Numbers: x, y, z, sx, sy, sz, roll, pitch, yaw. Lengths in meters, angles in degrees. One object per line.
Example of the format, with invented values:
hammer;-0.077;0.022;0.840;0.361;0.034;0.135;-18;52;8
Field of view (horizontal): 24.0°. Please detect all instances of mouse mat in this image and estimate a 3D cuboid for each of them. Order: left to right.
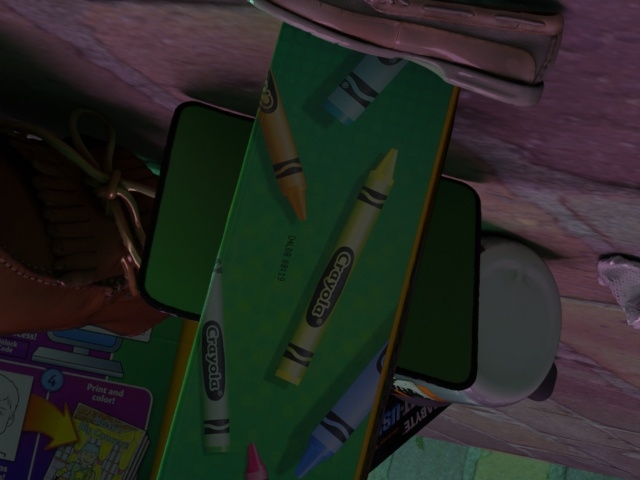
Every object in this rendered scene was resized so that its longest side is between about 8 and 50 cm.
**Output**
mouse mat;0.000;0.000;0.830;0.189;0.153;0.007;16;138;-10

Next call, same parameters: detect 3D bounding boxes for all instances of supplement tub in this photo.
supplement tub;0.067;0.054;1.073;0.117;0.117;0.190;22;168;-36

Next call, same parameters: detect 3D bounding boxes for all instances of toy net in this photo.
toy net;0.274;0.065;1.051;0.122;0.045;0.232;5;166;43

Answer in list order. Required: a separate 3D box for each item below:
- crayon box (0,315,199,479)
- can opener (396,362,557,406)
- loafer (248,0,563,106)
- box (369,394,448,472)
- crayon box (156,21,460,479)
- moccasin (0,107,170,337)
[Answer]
crayon box;-0.269;0.120;1.286;0.363;0.313;0.106;12;167;-2
can opener;0.132;0.125;1.428;0.076;0.095;0.283;7;168;36
loafer;0.034;-0.091;0.586;0.125;0.039;0.045;19;-158;-9
box;-0.054;0.192;1.678;0.295;0.073;0.293;7;-154;35
crayon box;-0.006;0.049;0.688;0.081;0.278;0.165;14;170;5
moccasin;-0.150;-0.010;0.968;0.147;0.139;0.380;-31;160;11
